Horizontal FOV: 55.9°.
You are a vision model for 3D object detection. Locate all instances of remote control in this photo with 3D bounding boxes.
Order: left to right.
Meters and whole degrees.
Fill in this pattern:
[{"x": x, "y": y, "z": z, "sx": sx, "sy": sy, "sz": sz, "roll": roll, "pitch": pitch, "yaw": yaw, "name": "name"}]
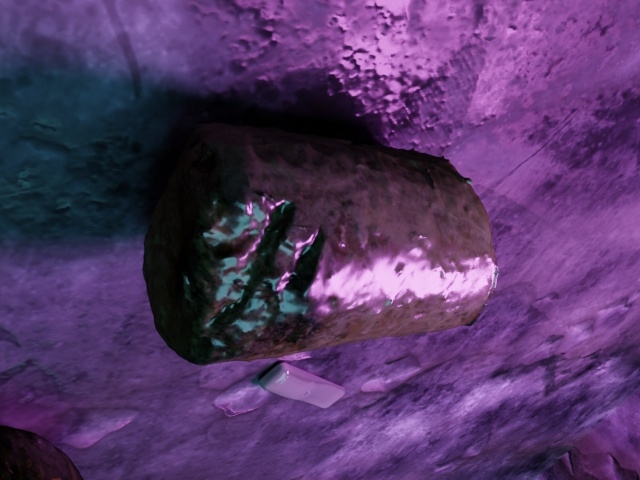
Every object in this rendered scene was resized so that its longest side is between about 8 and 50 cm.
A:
[{"x": -0.021, "y": 0.222, "z": 0.898, "sx": 0.050, "sy": 0.027, "sz": 0.184, "roll": -40, "pitch": 143, "yaw": 10, "name": "remote control"}]

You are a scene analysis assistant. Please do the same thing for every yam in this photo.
[{"x": 0.000, "y": 0.000, "z": 0.535, "sx": 0.300, "sy": 0.195, "sz": 0.195, "roll": 0, "pitch": 132, "yaw": -36, "name": "yam"}]

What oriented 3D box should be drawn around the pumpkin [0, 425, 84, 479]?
[{"x": -0.386, "y": 0.320, "z": 0.613, "sx": 0.300, "sy": 0.207, "sz": 0.300, "roll": -14, "pitch": 124, "yaw": -22, "name": "pumpkin"}]
